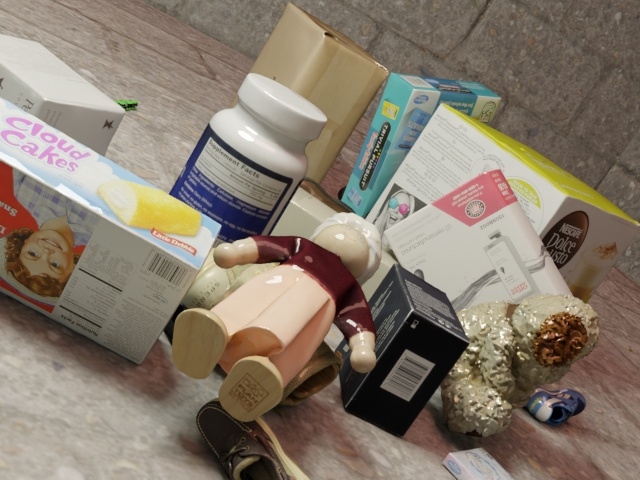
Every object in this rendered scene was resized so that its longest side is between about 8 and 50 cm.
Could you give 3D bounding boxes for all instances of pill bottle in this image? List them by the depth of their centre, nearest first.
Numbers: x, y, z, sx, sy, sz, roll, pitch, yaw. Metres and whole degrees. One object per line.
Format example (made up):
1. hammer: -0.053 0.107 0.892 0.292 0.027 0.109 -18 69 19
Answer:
1. pill bottle: -0.109 -0.086 1.223 0.153 0.265 0.153 30 16 -9

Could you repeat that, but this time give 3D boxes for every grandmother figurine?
1. grandmother figurine: -0.016 0.060 0.954 0.208 0.104 0.342 48 32 -3

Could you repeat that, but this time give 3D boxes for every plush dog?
1. plush dog: 0.283 0.142 1.254 0.262 0.225 0.211 -4 76 -67

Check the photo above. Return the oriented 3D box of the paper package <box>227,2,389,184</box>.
1. paper package: -0.049 -0.295 1.860 0.168 0.325 0.309 24 17 -28

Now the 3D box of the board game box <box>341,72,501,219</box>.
1. board game box: 0.197 -0.165 1.810 0.253 0.336 0.079 -3 35 -38

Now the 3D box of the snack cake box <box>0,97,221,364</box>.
1. snack cake box: -0.255 -0.007 0.892 0.264 0.152 0.089 30 33 -9

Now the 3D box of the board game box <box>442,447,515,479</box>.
1. board game box: 0.210 0.302 1.116 0.090 0.020 0.090 44 19 34

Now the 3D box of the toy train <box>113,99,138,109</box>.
1. toy train: -0.376 -0.262 1.702 0.023 0.017 0.083 23 15 7

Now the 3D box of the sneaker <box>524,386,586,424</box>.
1. sneaker: 0.399 0.283 1.480 0.144 0.053 0.059 9 26 -36

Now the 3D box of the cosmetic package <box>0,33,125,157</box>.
1. cosmetic package: -0.382 -0.153 1.117 0.183 0.151 0.151 37 17 20

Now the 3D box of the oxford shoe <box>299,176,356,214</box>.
1. oxford shoe: -0.013 -0.057 1.660 0.227 0.083 0.096 24 22 -24

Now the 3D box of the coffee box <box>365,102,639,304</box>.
1. coffee box: 0.345 -0.013 1.737 0.337 0.334 0.338 13 24 -48

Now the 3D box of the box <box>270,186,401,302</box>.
1. box: 0.000 0.000 1.487 0.275 0.094 0.113 35 16 9

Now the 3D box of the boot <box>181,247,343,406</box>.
1. boot: -0.054 0.099 1.078 0.203 0.095 0.262 44 10 12

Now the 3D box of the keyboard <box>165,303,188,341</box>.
1. keyboard: -0.185 0.074 1.052 0.108 0.023 0.180 26 15 -43

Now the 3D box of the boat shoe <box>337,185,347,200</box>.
1. boat shoe: 0.159 -0.071 1.999 0.285 0.103 0.092 20 -13 -38

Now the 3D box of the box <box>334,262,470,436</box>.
1. box: 0.101 0.138 1.149 0.093 0.156 0.158 29 16 -14

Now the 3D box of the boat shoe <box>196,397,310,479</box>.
1. boat shoe: -0.063 0.205 0.823 0.152 0.056 0.049 39 12 21

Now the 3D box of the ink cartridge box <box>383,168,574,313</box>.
1. ink cartridge box: 0.267 0.055 1.446 0.283 0.207 0.117 61 21 6
